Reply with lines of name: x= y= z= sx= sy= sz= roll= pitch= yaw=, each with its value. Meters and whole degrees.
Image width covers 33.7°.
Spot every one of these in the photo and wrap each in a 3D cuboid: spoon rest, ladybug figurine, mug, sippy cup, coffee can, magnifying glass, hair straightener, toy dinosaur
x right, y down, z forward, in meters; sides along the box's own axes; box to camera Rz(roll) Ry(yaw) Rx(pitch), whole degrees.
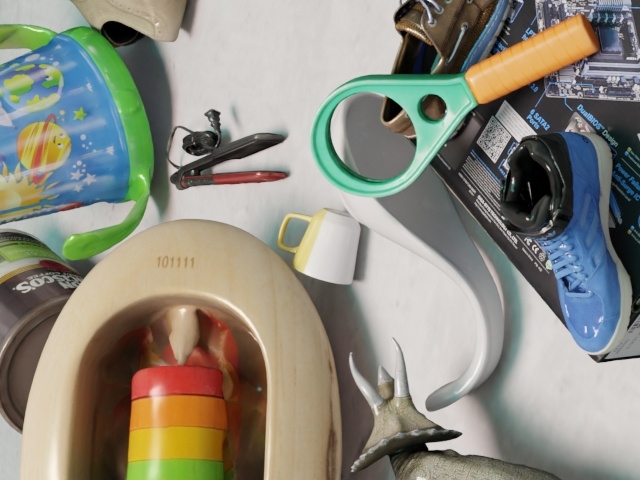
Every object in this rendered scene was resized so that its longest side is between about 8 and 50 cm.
spoon rest: x=0.086 y=0.001 z=0.893 sx=0.084 sy=0.137 sz=0.276 roll=-21 pitch=89 yaw=33
ladybug figurine: x=-0.126 y=0.207 z=1.023 sx=0.162 sy=0.305 sz=0.449 roll=66 pitch=-153 yaw=-71
mug: x=0.003 y=0.001 z=1.027 sx=0.062 sy=0.078 sz=0.064 roll=-135 pitch=61 yaw=-71
sippy cup: x=-0.360 y=-0.126 z=1.313 sx=0.305 sy=0.224 sz=0.240 roll=29 pitch=135 yaw=46
coffee can: x=-0.390 y=0.120 z=1.426 sx=0.275 sy=0.202 sz=0.201 roll=28 pitch=113 yaw=48
magnifying glass: x=0.091 y=-0.101 z=0.771 sx=0.231 sy=0.026 sz=0.092 roll=-24 pitch=101 yaw=28
hair straightener: x=-0.115 y=-0.105 z=1.204 sx=0.230 sy=0.047 sz=0.089 roll=-2 pitch=89 yaw=57
toy dinosaur: x=0.131 y=0.213 z=0.789 sx=0.314 sy=0.121 sz=0.160 roll=24 pitch=146 yaw=42

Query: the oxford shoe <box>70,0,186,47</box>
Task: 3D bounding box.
oxford shoe: x=-0.288 y=-0.313 z=1.353 sx=0.348 sy=0.123 sz=0.130 roll=17 pitch=110 yaw=52

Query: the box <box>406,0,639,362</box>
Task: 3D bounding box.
box: x=0.207 y=-0.116 z=0.759 sx=0.295 sy=0.073 sz=0.293 roll=55 pitch=131 yaw=36

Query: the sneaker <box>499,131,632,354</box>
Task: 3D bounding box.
sneaker: x=0.157 y=0.003 z=0.701 sx=0.058 sy=0.085 sz=0.152 roll=-4 pitch=89 yaw=53

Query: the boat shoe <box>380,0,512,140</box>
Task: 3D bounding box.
boat shoe: x=0.093 y=-0.162 z=0.798 sx=0.066 sy=0.066 sz=0.183 roll=32 pitch=115 yaw=49
